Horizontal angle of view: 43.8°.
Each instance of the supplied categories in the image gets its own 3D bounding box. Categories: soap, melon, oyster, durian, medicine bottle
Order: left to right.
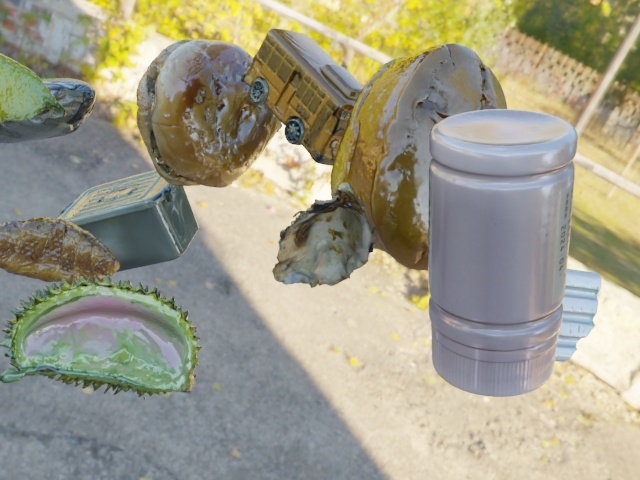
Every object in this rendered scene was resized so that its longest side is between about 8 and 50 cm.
[{"bbox_3d":[-0.377,-0.170,0.895,0.262,0.053,0.114,-5,70,-65],"label":"melon"},{"bbox_3d":[-0.245,0.104,0.886,0.221,0.137,0.095,10,-2,-32],"label":"durian"},{"bbox_3d":[0.007,-0.006,0.828,0.103,0.148,0.051,13,50,-23],"label":"oyster"},{"bbox_3d":[0.167,0.012,0.755,0.133,0.249,0.133,-3,23,1],"label":"medicine bottle"},{"bbox_3d":[0.359,0.124,1.443,0.289,0.173,0.095,7,2,-25],"label":"soap"}]

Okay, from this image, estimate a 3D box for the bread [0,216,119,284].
[{"bbox_3d":[-0.442,0.013,1.288,0.233,0.105,0.076,11,5,-18],"label":"bread"}]

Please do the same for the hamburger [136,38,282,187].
[{"bbox_3d":[-0.182,-0.206,1.316,0.146,0.243,0.286,7,-2,31],"label":"hamburger"}]

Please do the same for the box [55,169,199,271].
[{"bbox_3d":[-0.353,-0.034,1.504,0.243,0.135,0.163,-13,26,18],"label":"box"}]

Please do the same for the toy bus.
[{"bbox_3d":[-0.009,-0.202,1.121,0.098,0.114,0.201,-3,44,-47],"label":"toy bus"}]

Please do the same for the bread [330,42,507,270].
[{"bbox_3d":[0.125,-0.100,0.950,0.195,0.269,0.143,30,-11,-38],"label":"bread"}]

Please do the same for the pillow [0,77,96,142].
[{"bbox_3d":[-0.534,-0.231,1.450,0.161,0.092,0.335,-4,0,-42],"label":"pillow"}]
